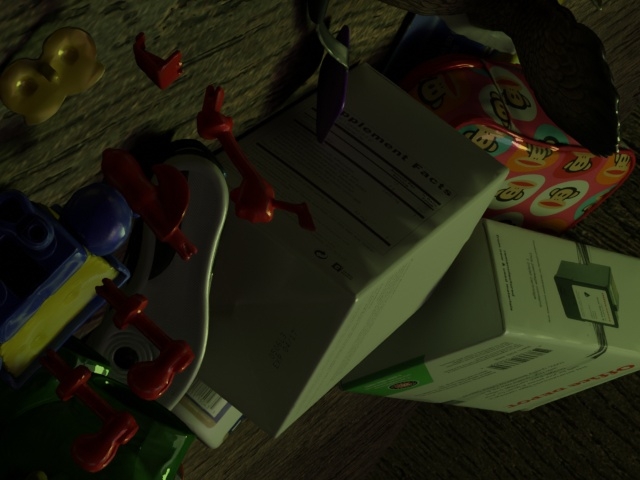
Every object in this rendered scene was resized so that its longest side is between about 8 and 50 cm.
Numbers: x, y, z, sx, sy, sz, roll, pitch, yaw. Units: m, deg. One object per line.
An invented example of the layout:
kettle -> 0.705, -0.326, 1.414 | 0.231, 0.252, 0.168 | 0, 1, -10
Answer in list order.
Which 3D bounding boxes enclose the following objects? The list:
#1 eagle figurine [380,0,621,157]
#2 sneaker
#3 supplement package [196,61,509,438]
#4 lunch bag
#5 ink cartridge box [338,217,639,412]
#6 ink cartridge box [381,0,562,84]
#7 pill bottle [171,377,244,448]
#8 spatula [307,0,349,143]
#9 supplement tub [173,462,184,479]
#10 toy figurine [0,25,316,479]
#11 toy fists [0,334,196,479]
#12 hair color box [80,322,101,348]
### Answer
eagle figurine -> 0.158, -0.203, 1.559 | 0.298, 0.226, 0.225 | -63, 145, -49
sneaker -> -0.113, 0.031, 1.420 | 0.121, 0.079, 0.217 | -92, -160, -76
supplement package -> 0.000, 0.000, 1.648 | 0.293, 0.175, 0.177 | -37, 161, -52
lunch bag -> 0.144, -0.056, 1.902 | 0.293, 0.120, 0.258 | 9, 136, -45
ink cartridge box -> 0.179, 0.084, 1.930 | 0.211, 0.121, 0.289 | -23, 157, 36
ink cartridge box -> 0.151, -0.190, 1.934 | 0.307, 0.072, 0.303 | -44, 169, -43
pill bottle -> -0.082, 0.093, 1.796 | 0.186, 0.112, 0.112 | -49, 169, -9
spatula -> 0.006, -0.166, 1.476 | 0.296, 0.030, 0.084 | 85, 7, -68
supplement tub -> -0.185, 0.221, 1.815 | 0.106, 0.106, 0.198 | -49, 168, -10
toy figurine -> -0.178, 0.064, 1.140 | 0.362, 0.191, 0.217 | -48, 174, -8
toy fists -> -0.190, 0.144, 1.273 | 0.279, 0.096, 0.142 | 27, -90, 58
hair color box -> -0.188, 0.135, 1.465 | 0.093, 0.053, 0.167 | -38, -165, 27
